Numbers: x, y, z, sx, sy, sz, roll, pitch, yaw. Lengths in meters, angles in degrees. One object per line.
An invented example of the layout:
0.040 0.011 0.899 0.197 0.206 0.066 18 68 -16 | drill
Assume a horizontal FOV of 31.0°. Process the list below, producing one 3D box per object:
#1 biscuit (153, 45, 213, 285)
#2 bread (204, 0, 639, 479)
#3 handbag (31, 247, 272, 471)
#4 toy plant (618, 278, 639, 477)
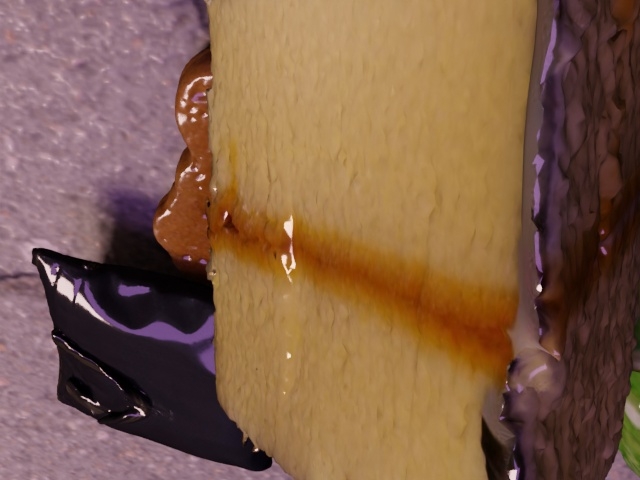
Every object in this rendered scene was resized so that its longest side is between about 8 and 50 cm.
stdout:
-0.013 -0.059 0.785 0.186 0.044 0.295 18 136 -8 | biscuit
0.000 0.000 0.582 0.405 0.242 0.345 2 109 36 | bread
-0.127 0.102 0.934 0.211 0.088 0.254 18 146 3 | handbag
0.227 0.067 0.748 0.184 0.224 0.315 -32 130 -16 | toy plant
